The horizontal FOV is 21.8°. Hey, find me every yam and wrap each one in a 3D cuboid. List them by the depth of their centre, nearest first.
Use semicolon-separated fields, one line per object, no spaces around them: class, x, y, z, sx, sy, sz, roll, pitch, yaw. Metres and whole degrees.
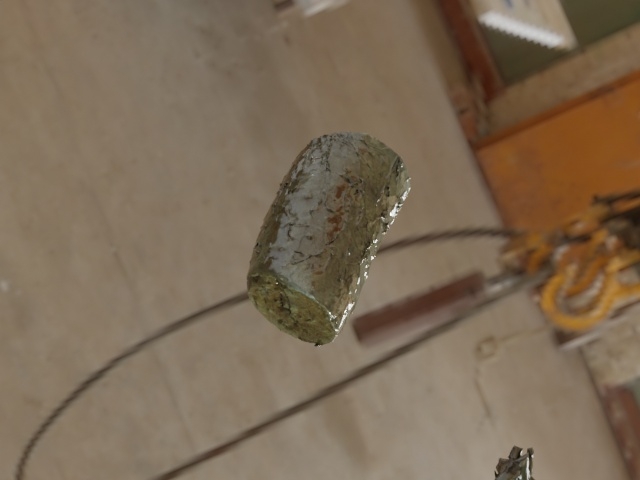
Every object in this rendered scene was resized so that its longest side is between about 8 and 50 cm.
yam;0.000;0.000;1.377;0.107;0.107;0.183;55;40;-31

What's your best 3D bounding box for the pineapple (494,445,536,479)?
pineapple;0.286;0.358;1.795;0.310;0.141;0.170;48;48;-8
